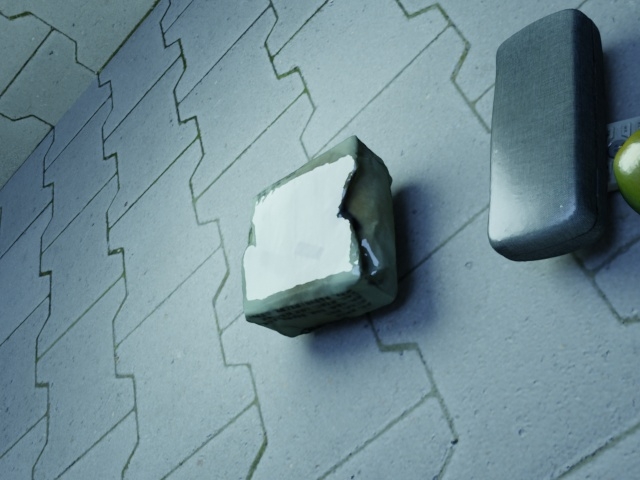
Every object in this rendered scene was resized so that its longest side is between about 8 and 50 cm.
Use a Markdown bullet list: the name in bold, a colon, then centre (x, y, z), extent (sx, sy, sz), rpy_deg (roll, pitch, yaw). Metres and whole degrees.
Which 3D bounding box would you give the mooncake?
- **mooncake**: centre (0.003, 0.003, 1.152), extent (0.254, 0.136, 0.250), rpy_deg (-21, 52, 32)

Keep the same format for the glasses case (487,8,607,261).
- **glasses case**: centre (0.273, -0.132, 0.945), extent (0.131, 0.074, 0.323), rpy_deg (-19, 52, 42)

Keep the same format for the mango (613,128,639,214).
- **mango**: centre (0.391, -0.068, 0.787), extent (0.191, 0.085, 0.122), rpy_deg (6, 111, 42)

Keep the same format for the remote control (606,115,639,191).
- **remote control**: centre (0.360, -0.103, 0.911), extent (0.190, 0.029, 0.088), rpy_deg (-11, 58, 44)
